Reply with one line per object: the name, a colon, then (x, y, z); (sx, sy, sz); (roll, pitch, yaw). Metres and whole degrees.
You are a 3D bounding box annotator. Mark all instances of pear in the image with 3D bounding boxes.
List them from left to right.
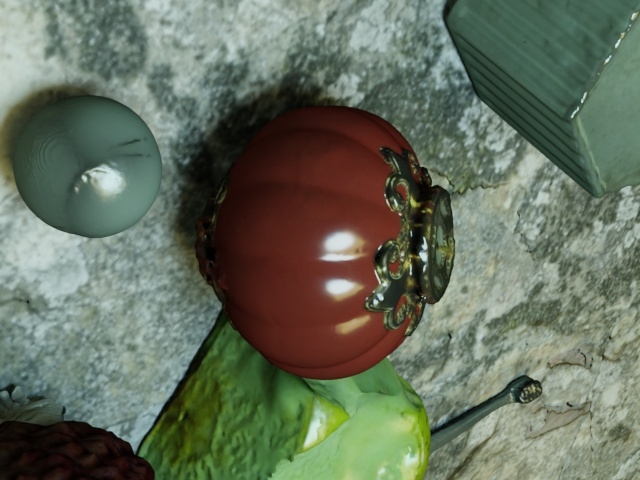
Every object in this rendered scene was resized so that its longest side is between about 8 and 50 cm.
pear: (-0.015, 0.219, 1.082); (0.282, 0.176, 0.286); (23, 103, -49)

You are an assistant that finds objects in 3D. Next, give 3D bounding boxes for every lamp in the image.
lamp: (-0.166, -0.053, 0.809); (0.105, 0.105, 0.105); (-22, 131, -28)
lamp: (0.000, 0.000, 0.923); (0.227, 0.227, 0.227); (-22, 131, -28)

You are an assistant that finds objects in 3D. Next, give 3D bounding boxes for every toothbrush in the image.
toothbrush: (0.147, 0.232, 1.336); (0.297, 0.030, 0.030); (-24, 105, -25)

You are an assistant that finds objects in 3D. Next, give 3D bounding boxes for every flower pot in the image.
flower pot: (0.254, -0.180, 0.996); (0.209, 0.189, 0.239); (13, 118, -41)

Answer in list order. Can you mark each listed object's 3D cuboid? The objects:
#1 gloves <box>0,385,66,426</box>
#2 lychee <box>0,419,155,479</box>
gloves: (-0.240, 0.146, 0.929); (0.081, 0.044, 0.037); (28, 110, -26)
lychee: (-0.207, 0.288, 0.842); (0.330, 0.306, 0.306); (-28, 133, -19)
